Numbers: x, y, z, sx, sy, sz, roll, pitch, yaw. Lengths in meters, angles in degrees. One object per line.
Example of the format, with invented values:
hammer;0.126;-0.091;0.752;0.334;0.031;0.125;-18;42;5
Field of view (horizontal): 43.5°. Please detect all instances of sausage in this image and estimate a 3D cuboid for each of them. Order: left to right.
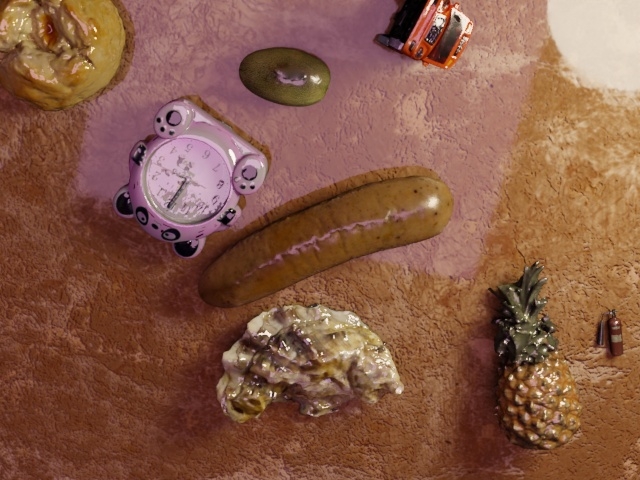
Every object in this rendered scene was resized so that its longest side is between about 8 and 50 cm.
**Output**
sausage;-0.001;-0.002;1.459;0.501;0.123;0.136;-21;132;6

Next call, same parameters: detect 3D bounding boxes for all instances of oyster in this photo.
oyster;-0.015;0.245;1.524;0.352;0.115;0.237;9;105;-2

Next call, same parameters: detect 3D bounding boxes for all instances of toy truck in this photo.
toy truck;0.172;-0.342;1.301;0.114;0.252;0.107;26;103;-10

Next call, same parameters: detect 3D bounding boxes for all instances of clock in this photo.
clock;-0.240;-0.107;1.451;0.228;0.090;0.248;36;104;-8

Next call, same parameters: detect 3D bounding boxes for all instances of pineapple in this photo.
pineapple;0.388;0.207;1.492;0.169;0.169;0.340;-10;101;3

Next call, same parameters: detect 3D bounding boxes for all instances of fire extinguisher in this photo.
fire extinguisher;0.557;0.174;1.548;0.046;0.032;0.100;0;108;36

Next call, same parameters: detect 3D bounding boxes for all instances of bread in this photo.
bread;-0.463;-0.336;1.370;0.245;0.134;0.244;0;101;0

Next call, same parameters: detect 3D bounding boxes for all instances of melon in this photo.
melon;-0.063;-0.286;1.397;0.162;0.099;0.099;12;104;1
